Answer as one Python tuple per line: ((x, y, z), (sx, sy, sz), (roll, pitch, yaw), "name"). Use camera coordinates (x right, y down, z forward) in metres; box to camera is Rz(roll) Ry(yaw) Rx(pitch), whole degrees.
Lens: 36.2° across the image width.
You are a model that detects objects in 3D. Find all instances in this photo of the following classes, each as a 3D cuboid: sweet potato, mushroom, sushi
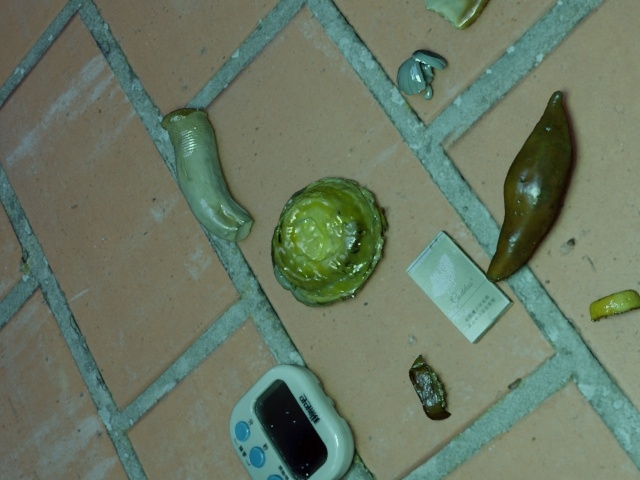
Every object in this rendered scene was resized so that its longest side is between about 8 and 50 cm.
((0.375, -0.092, 1.720), (0.112, 0.112, 0.359), (15, 89, 34), "sweet potato")
((-0.255, -0.144, 2.159), (0.123, 0.095, 0.351), (-29, 69, 8), "mushroom")
((0.201, 0.273, 1.816), (0.055, 0.052, 0.120), (-28, 65, 9), "sushi")

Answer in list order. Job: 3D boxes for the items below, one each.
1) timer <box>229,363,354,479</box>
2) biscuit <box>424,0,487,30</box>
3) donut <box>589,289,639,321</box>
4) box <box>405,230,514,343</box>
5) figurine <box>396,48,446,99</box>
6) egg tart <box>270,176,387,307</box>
((-0.056, 0.392, 1.952), (0.237, 0.087, 0.262), (-46, 62, 21), "timer")
((0.240, -0.564, 1.914), (0.204, 0.040, 0.309), (-51, 60, 18), "biscuit")
((0.495, 0.110, 1.656), (0.083, 0.067, 0.037), (-35, 69, 60), "donut")
((0.256, 0.085, 1.820), (0.109, 0.029, 0.198), (-51, 61, 18), "box")
((0.191, -0.325, 1.903), (0.094, 0.082, 0.086), (44, 125, 41), "figurine")
((0.000, 0.000, 1.965), (0.279, 0.095, 0.278), (-6, 80, 35), "egg tart")
